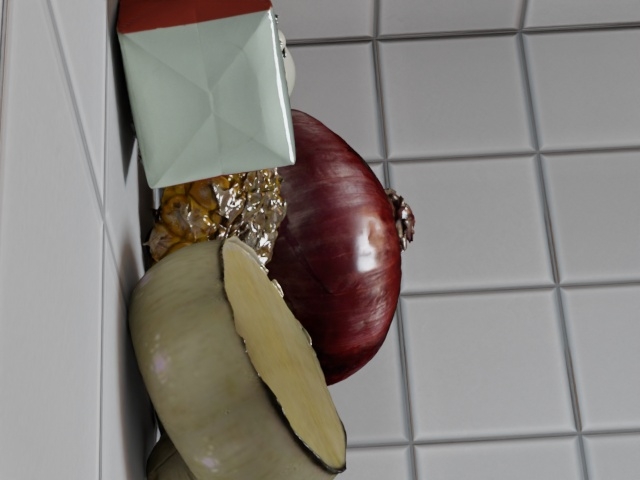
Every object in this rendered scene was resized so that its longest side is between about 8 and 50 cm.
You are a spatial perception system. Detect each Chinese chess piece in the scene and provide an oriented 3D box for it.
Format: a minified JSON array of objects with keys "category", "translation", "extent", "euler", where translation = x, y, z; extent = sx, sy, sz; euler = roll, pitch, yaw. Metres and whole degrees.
[{"category":"Chinese chess piece","translation":[-0.072,0.123,1.434],"extent":[0.257,0.104,0.257],"euler":[61,11,-19]}]

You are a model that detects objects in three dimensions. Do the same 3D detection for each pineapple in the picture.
[{"category":"pineapple","translation":[-0.098,-0.016,1.625],"extent":[0.225,0.076,0.225],"euler":[-47,145,-47]}]

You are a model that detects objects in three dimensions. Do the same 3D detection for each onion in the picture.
[{"category":"onion","translation":[0.000,0.000,1.918],"extent":[0.347,0.285,0.347],"euler":[42,-38,46]}]

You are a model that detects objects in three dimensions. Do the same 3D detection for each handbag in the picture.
[{"category":"handbag","translation":[-0.113,-0.183,1.530],"extent":[0.298,0.151,0.171],"euler":[-104,-175,-65]}]

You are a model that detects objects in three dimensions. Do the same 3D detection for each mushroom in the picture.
[{"category":"mushroom","translation":[-0.127,0.182,1.542],"extent":[0.223,0.081,0.092],"euler":[-92,-177,-61]}]

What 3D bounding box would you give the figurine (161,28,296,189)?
[{"category":"figurine","translation":[-0.127,-0.124,1.748],"extent":[0.155,0.127,0.235],"euler":[-10,-136,51]}]
